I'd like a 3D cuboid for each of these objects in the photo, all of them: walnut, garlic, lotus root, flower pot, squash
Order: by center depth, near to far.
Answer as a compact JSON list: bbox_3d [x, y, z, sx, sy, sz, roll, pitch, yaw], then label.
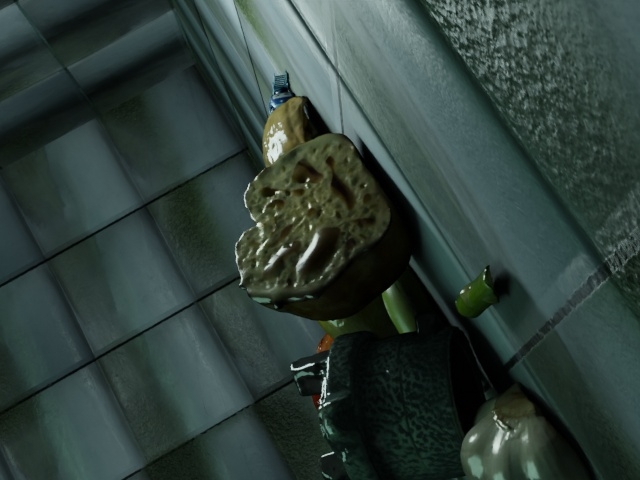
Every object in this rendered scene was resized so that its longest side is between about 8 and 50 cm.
[{"bbox_3d":[0.284,0.320,1.294,0.178,0.142,0.229,63,166,-11],"label":"garlic"},{"bbox_3d":[0.108,0.275,1.480,0.299,0.282,0.299,-14,-90,-69],"label":"flower pot"},{"bbox_3d":[0.000,0.000,1.545,0.316,0.316,0.250,57,-174,30],"label":"lotus root"},{"bbox_3d":[0.180,0.145,1.660,0.331,0.087,0.087,60,176,21],"label":"squash"},{"bbox_3d":[-0.046,-0.174,1.795,0.204,0.141,0.238,68,170,-24],"label":"walnut"}]

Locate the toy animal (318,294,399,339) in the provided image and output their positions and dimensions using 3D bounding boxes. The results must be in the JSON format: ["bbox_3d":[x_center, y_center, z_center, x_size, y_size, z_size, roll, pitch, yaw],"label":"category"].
[{"bbox_3d":[0.124,0.196,1.820,0.363,0.181,0.180,52,-169,-30],"label":"toy animal"}]

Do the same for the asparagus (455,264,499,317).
[{"bbox_3d":[0.208,0.066,1.154,0.045,0.041,0.178,35,167,7],"label":"asparagus"}]

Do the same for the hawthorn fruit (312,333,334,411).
[{"bbox_3d":[0.123,0.307,2.022,0.316,0.316,0.316,60,175,8],"label":"hawthorn fruit"}]

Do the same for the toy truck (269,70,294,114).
[{"bbox_3d":[-0.079,-0.298,1.883,0.136,0.063,0.074,111,148,-80],"label":"toy truck"}]
